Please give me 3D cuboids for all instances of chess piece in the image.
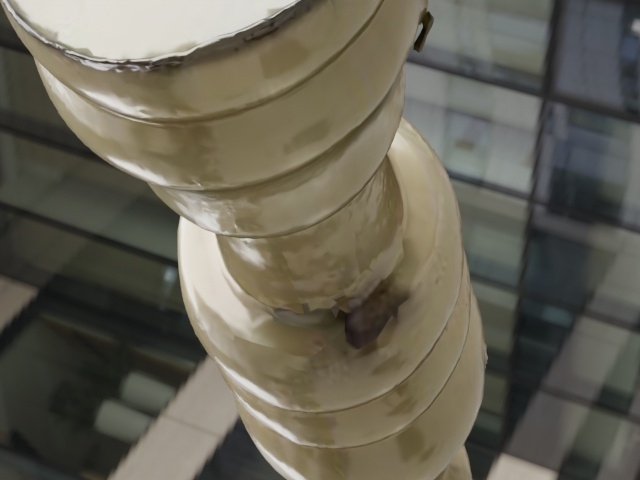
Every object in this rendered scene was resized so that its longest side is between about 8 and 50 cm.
[{"bbox_3d":[0.000,0.000,0.500,0.124,0.139,0.307,-38,-40,-16],"label":"chess piece"}]
